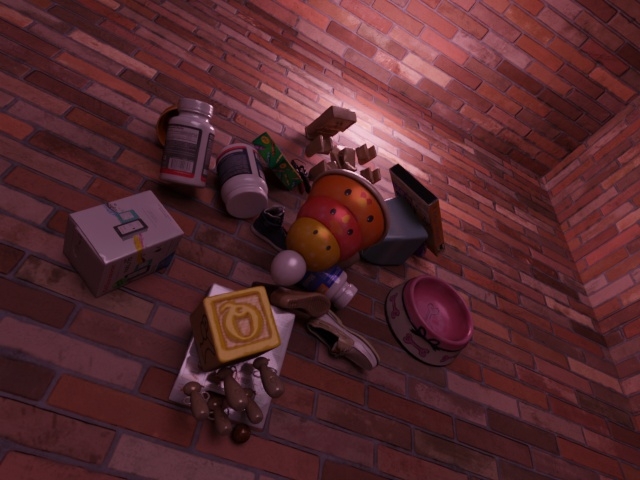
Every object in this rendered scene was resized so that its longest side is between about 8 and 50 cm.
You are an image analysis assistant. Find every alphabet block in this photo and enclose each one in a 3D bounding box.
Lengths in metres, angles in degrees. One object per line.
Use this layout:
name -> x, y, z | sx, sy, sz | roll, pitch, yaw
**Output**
alphabet block -> -0.258, 0.264, 1.329 | 0.193, 0.197, 0.192 | -11, 74, -32

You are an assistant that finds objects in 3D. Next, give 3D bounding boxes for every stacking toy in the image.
stacking toy -> 0.000, 0.000, 1.602 | 0.350, 0.350, 0.480 | 41, 54, 2

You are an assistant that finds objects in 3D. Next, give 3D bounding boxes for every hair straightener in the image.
hair straightener -> -0.088, -0.318, 2.204 | 0.089, 0.047, 0.230 | 1, 49, -35

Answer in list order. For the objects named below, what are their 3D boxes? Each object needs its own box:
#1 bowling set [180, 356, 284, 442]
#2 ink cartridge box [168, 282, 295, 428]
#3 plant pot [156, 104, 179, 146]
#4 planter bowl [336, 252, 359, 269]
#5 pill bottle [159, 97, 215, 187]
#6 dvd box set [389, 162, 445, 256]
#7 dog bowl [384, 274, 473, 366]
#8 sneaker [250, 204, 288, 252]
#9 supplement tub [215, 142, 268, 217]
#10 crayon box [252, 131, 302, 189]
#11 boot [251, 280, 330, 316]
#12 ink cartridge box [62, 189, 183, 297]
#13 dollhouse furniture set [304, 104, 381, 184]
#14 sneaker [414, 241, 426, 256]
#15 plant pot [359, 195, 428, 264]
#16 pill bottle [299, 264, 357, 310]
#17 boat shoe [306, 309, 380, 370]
bowling set -> -0.260, 0.474, 1.297 | 0.287, 0.199, 0.154 | -4, 29, -31
ink cartridge box -> -0.277, 0.368, 1.447 | 0.308, 0.091, 0.385 | 25, 60, -16
plant pot -> -0.574, -0.491, 1.904 | 0.205, 0.205, 0.188 | 20, 28, -20
planter bowl -> 0.070, 0.062, 1.903 | 0.162, 0.162, 0.109 | 45, 68, 7
pill bottle -> -0.504, -0.371, 1.725 | 0.176, 0.176, 0.318 | 10, 92, -29
dvd box set -> 0.471, -0.139, 2.158 | 0.062, 0.420, 0.307 | -33, 51, -5
dog bowl -> 0.489, 0.329, 1.954 | 0.408, 0.150, 0.408 | 19, 44, -20
sneaker -> -0.155, -0.045, 1.816 | 0.226, 0.163, 0.086 | 31, 40, -11
supplement tub -> -0.323, -0.248, 1.852 | 0.191, 0.191, 0.272 | 7, 50, -31
crayon box -> -0.188, -0.350, 2.008 | 0.165, 0.081, 0.278 | 55, 4, 18
boot -> -0.104, 0.200, 1.636 | 0.248, 0.090, 0.207 | 16, 4, -44
ink cartridge box -> -0.620, 0.006, 1.409 | 0.197, 0.198, 0.270 | 49, 43, 11
dollhouse furniture set -> 0.076, -0.464, 2.368 | 0.362, 0.256, 0.394 | 1, 75, -35
sneaker -> 0.434, -0.005, 2.262 | 0.105, 0.095, 0.236 | -16, 58, -38
plant pot -> 0.288, -0.034, 2.073 | 0.252, 0.247, 0.247 | -7, 58, -32
pill bottle -> 0.008, 0.148, 1.767 | 0.272, 0.152, 0.152 | 40, 41, 2
boat shoe -> 0.076, 0.379, 1.651 | 0.302, 0.113, 0.103 | 38, 41, 15
